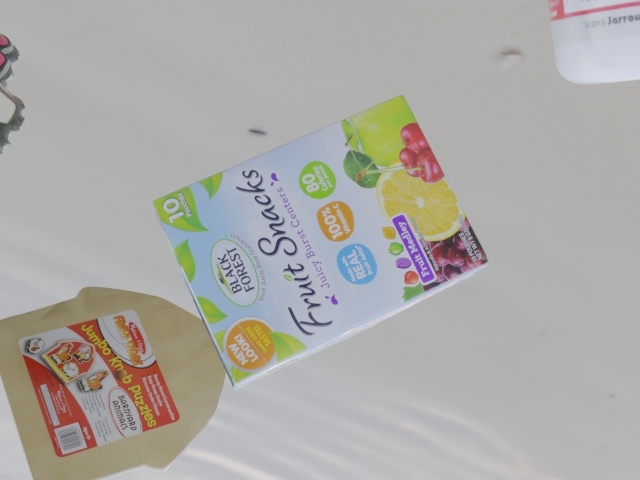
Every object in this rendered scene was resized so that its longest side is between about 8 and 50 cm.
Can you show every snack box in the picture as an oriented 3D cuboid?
[{"bbox_3d":[0.000,0.000,0.514,0.141,0.100,0.037,-24,169,-11],"label":"snack box"}]

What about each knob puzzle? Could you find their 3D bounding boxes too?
[{"bbox_3d":[-0.169,0.120,0.873,0.213,0.213,0.030,10,138,-4],"label":"knob puzzle"}]

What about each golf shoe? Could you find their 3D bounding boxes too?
[{"bbox_3d":[-0.375,-0.155,1.024,0.105,0.273,0.120,-37,128,7],"label":"golf shoe"}]

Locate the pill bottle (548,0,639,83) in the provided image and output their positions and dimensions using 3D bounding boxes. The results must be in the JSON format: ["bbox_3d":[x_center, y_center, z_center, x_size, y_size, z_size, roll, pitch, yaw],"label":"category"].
[{"bbox_3d":[0.278,-0.337,0.784,0.228,0.408,0.229,-7,-171,1],"label":"pill bottle"}]
